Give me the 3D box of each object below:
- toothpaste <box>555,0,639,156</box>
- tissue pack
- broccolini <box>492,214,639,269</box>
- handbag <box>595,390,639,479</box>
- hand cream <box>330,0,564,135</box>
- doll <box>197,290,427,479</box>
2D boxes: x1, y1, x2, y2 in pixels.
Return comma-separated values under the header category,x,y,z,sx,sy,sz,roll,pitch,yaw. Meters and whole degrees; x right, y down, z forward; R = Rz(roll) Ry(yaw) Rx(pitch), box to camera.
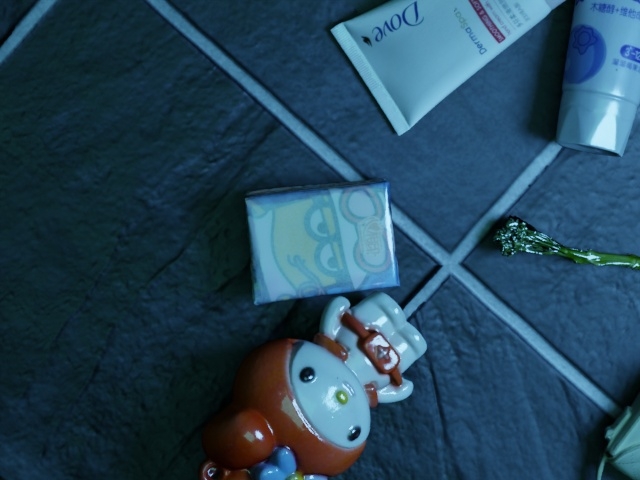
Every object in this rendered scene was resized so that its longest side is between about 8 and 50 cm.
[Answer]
category,x,y,z,sx,sy,sz,roll,pitch,yaw
toothpaste,0.317,-0.275,1.669,0.125,0.080,0.371,13,88,3
tissue pack,0.000,0.000,1.675,0.155,0.065,0.115,-6,98,-4
broccolini,0.288,0.019,1.706,0.218,0.042,0.044,15,96,-6
handbag,0.419,0.258,1.724,0.256,0.079,0.219,33,104,-6
hand cream,0.144,-0.231,1.659,0.248,0.083,0.133,-34,94,12
doll,-0.020,0.176,1.659,0.290,0.130,0.161,-41,106,-13
